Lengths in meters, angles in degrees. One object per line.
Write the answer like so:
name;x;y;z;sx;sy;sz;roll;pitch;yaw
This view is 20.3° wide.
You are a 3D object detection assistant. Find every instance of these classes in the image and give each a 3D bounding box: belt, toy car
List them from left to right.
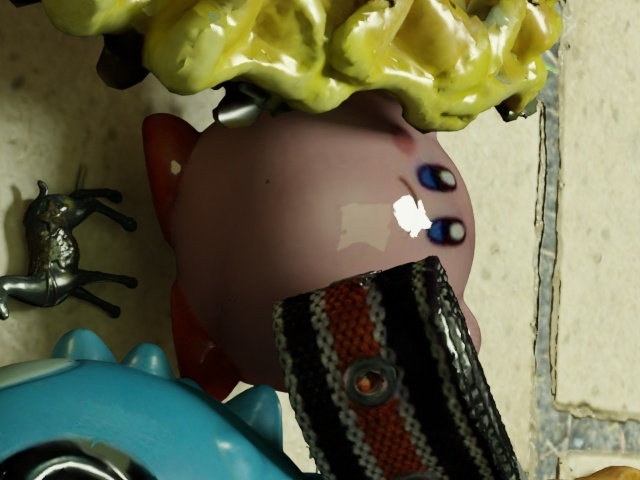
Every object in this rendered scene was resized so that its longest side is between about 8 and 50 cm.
toy car;-0.103;0.138;0.854;0.255;0.188;0.190;27;51;-28
belt;0.074;0.152;0.931;0.126;0.094;0.359;-84;155;-45

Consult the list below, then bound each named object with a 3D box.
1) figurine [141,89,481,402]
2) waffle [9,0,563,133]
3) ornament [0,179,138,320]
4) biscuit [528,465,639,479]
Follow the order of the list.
figurine;0.000;0.000;0.967;0.173;0.173;0.173;6;81;-41
waffle;-0.033;-0.223;0.937;0.382;0.095;0.379;-7;62;-42
ornament;-0.150;0.005;0.930;0.125;0.028;0.073;2;84;-43
biscuit;0.116;0.241;1.124;0.334;0.047;0.202;4;81;-43
